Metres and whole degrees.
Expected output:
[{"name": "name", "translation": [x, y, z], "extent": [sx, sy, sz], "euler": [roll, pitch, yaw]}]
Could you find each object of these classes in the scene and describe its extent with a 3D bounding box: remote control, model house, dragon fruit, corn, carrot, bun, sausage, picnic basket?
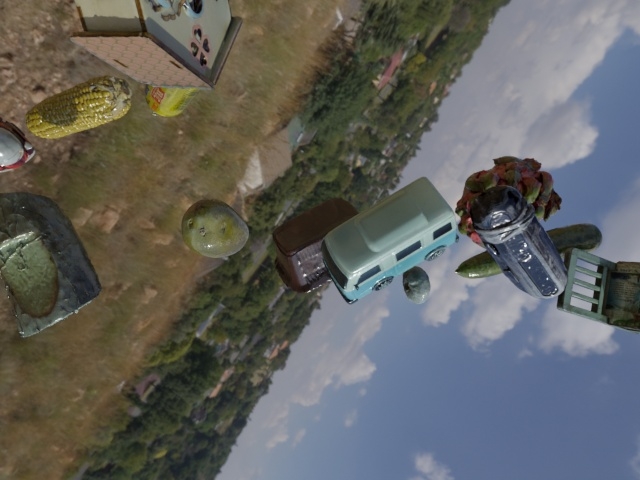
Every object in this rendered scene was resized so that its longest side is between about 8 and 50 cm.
[{"name": "remote control", "translation": [0.314, 0.015, 0.653], "extent": [0.090, 0.266, 0.066], "euler": [-38, -142, 16]}, {"name": "model house", "translation": [-0.219, -0.336, 0.594], "extent": [0.326, 0.169, 0.244], "euler": [-64, 157, -56]}, {"name": "dragon fruit", "translation": [0.507, -0.108, 1.161], "extent": [0.302, 0.231, 0.237], "euler": [-39, 168, -17]}, {"name": "corn", "translation": [-0.572, -0.304, 0.992], "extent": [0.292, 0.106, 0.106], "euler": [-13, -167, 19]}, {"name": "carrot", "translation": [0.452, 0.027, 0.922], "extent": [0.358, 0.074, 0.074], "euler": [-13, 163, -12]}, {"name": "bun", "translation": [0.205, 0.097, 0.919], "extent": [0.083, 0.045, 0.083], "euler": [176, -90, -73]}, {"name": "sausage", "translation": [-0.352, -0.448, 1.099], "extent": [0.347, 0.123, 0.123], "euler": [-38, -173, 30]}, {"name": "picnic basket", "translation": [0.000, 0.000, 1.197], "extent": [0.296, 0.222, 0.129], "euler": [-29, 129, -10]}]

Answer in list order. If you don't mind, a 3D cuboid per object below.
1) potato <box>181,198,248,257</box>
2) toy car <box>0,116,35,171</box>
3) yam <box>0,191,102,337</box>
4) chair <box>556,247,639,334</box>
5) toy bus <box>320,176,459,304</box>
[{"name": "potato", "translation": [-0.321, -0.033, 1.333], "extent": [0.174, 0.159, 0.251], "euler": [-53, 155, 8]}, {"name": "toy car", "translation": [-0.761, -0.230, 0.997], "extent": [0.112, 0.139, 0.112], "euler": [-39, -146, -17]}, {"name": "yam", "translation": [-0.519, 0.040, 0.793], "extent": [0.153, 0.255, 0.154], "euler": [-27, 176, -2]}, {"name": "chair", "translation": [0.625, 0.108, 0.833], "extent": [0.147, 0.270, 0.137], "euler": [-2, -108, 63]}, {"name": "toy bus", "translation": [0.130, -0.002, 0.846], "extent": [0.271, 0.133, 0.165], "euler": [-31, 154, 0]}]
